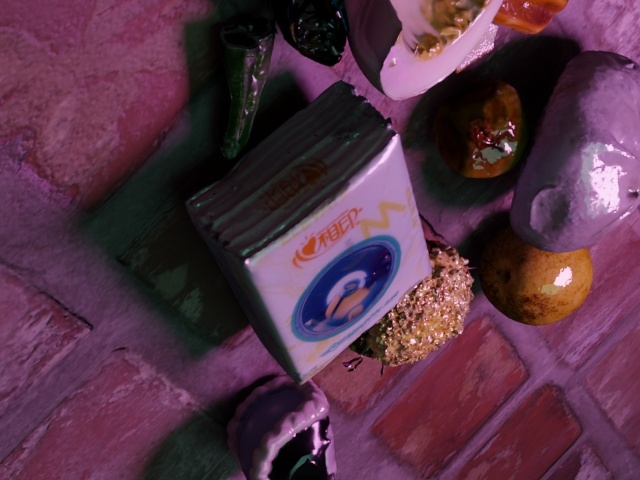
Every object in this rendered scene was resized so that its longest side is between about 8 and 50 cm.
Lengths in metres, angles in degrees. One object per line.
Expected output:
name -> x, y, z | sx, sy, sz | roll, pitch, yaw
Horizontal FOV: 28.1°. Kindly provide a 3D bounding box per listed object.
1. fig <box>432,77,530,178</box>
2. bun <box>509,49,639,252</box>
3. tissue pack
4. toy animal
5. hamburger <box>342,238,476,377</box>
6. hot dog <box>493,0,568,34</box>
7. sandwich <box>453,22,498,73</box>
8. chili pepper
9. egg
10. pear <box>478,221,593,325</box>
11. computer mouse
fig -> 0.251, -0.165, 1.956 | 0.165, 0.144, 0.154 | 21, 71, -61
bun -> 0.427, -0.126, 2.027 | 0.354, 0.194, 0.354 | 21, 90, -77
tissue pack -> 0.000, 0.000, 1.800 | 0.287, 0.162, 0.388 | -40, 151, -11
toy animal -> -0.062, 0.331, 2.054 | 0.156, 0.204, 0.208 | -12, 115, -20
hamburger -> 0.143, 0.112, 2.097 | 0.243, 0.138, 0.262 | 5, 119, -49
hot dog -> 0.266, -0.361, 1.829 | 0.250, 0.076, 0.104 | 6, 131, -49
sandwich -> 0.211, -0.303, 1.857 | 0.093, 0.036, 0.105 | -39, 143, -10
chili pepper -> -0.100, -0.180, 1.642 | 0.088, 0.059, 0.227 | -39, 152, -38
egg -> 0.112, -0.310, 1.633 | 0.271, 0.162, 0.206 | -44, 159, -17
pear -> 0.369, 0.057, 2.223 | 0.197, 0.197, 0.197 | -27, 140, -26
computer mouse -> -0.026, -0.303, 1.537 | 0.077, 0.146, 0.242 | -23, 134, -8
